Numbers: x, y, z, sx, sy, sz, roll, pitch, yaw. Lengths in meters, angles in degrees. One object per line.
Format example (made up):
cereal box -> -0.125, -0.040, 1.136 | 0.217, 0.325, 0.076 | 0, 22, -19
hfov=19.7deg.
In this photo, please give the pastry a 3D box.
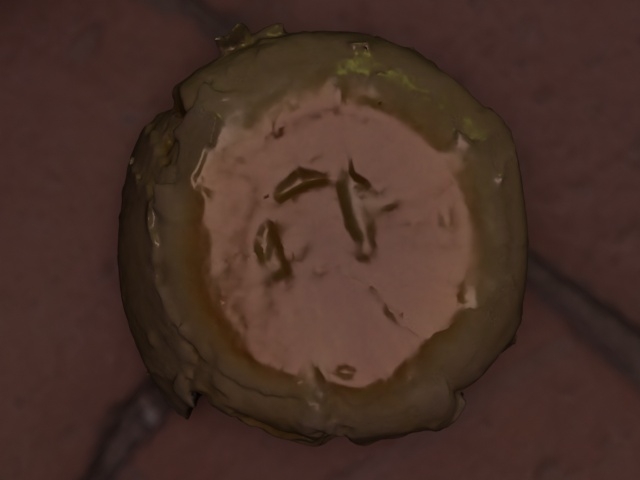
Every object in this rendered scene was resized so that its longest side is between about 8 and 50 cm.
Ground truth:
pastry -> 0.000, 0.000, 0.686 | 0.165, 0.088, 0.166 | 0, 87, 0
